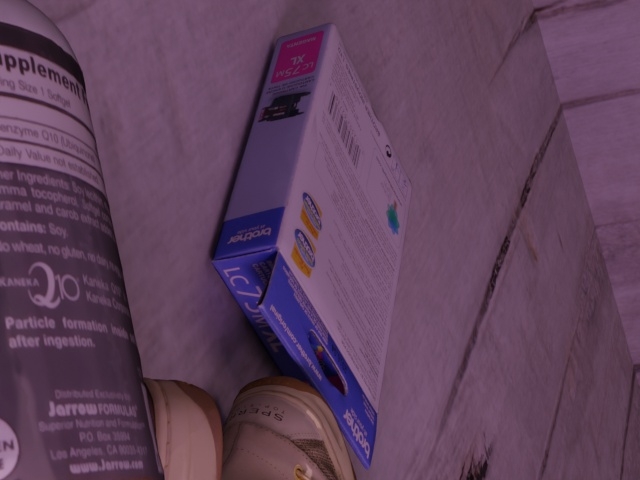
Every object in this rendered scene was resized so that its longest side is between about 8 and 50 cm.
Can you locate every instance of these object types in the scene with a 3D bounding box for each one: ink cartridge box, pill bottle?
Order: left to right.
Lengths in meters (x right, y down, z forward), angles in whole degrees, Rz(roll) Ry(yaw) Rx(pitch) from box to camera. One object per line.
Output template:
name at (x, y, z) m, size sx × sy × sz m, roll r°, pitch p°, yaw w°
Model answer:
pill bottle at (-0.154, 0.003, 0.462) m, size 0.162 × 0.162 × 0.278 m, roll 18°, pitch 55°, yaw -65°
ink cartridge box at (0.000, 0.000, 0.979) m, size 0.311 × 0.065 × 0.186 m, roll -81°, pitch 150°, yaw -46°

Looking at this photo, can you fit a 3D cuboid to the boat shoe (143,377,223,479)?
boat shoe at (-0.127, 0.207, 0.540) m, size 0.123 × 0.123 × 0.342 m, roll 23°, pitch 59°, yaw -28°

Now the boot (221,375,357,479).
boot at (-0.015, 0.239, 0.779) m, size 0.262 × 0.095 × 0.203 m, roll 70°, pitch 23°, yaw -16°
